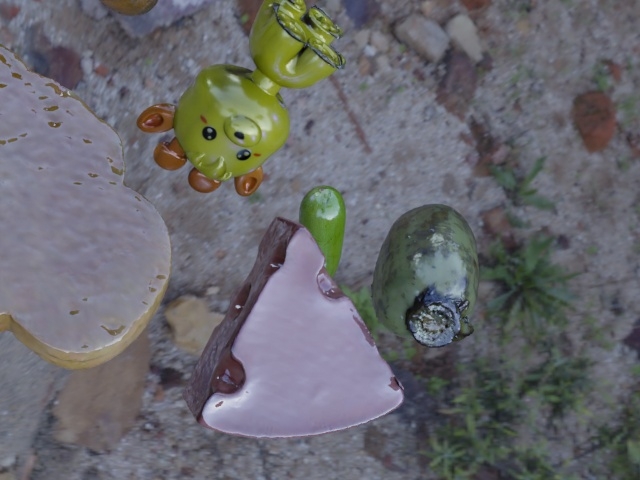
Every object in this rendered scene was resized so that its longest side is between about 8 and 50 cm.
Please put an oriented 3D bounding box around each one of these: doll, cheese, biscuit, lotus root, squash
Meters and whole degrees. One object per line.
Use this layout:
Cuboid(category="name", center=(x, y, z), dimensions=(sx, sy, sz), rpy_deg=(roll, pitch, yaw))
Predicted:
Cuboid(category="doll", center=(-0.078, -0.137, 1.091), dimensions=(0.143, 0.221, 0.135), rpy_deg=(31, 27, -24))
Cuboid(category="cheese", center=(-0.049, 0.110, 1.052), dimensions=(0.177, 0.128, 0.203), rpy_deg=(-33, 105, -9))
Cuboid(category="biscuit", center=(-0.291, -0.039, 0.882), dimensions=(0.376, 0.051, 0.269), rpy_deg=(37, 51, 2))
Cuboid(category="lotus root", center=(0.162, 0.040, 1.704), dimensions=(0.173, 0.309, 0.173), rpy_deg=(2, 118, 4))
Cuboid(category="squash", center=(0.000, 0.000, 1.579), dimensions=(0.066, 0.201, 0.066), rpy_deg=(2, 49, -3))

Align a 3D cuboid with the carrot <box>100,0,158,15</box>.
Cuboid(category="carrot", center=(-0.211, -0.261, 1.034), dimensions=(0.060, 0.186, 0.060), rpy_deg=(-6, 75, 23))
